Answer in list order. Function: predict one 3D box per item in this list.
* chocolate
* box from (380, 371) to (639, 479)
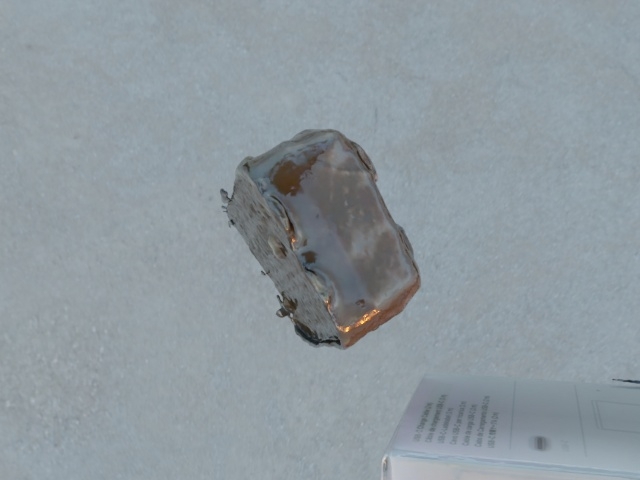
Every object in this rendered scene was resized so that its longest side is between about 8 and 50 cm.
[{"bbox_3d":[0.000,0.000,0.596,0.093,0.214,0.148,-33,91,-14],"label":"chocolate"},{"bbox_3d":[0.189,0.183,0.628,0.252,0.203,0.106,2,99,15],"label":"box"}]
